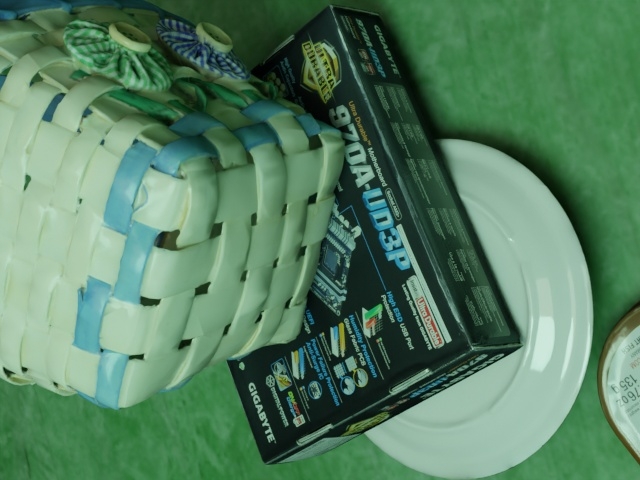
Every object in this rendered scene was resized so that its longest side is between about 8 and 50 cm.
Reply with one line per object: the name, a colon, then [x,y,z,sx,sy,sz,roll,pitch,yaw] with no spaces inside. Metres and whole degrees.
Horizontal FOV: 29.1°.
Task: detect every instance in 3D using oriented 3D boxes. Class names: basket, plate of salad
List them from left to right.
basket: [-0.149,-0.040,0.671,0.289,0.255,0.201,17,106,22]
plate of salad: [0.078,0.040,0.732,0.200,0.048,0.199,0,90,42]

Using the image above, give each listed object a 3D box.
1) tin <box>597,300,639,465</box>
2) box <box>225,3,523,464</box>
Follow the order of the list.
tin: [0.229,0.111,0.669,0.106,0.040,0.189,-45,76,31]
box: [0.000,0.000,0.733,0.175,0.051,0.220,-35,68,36]
